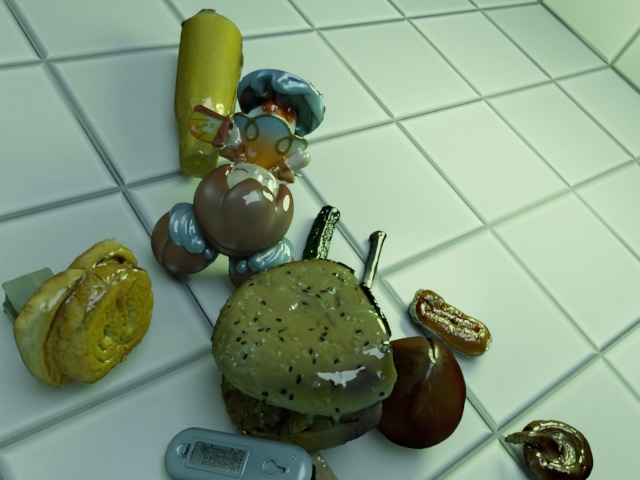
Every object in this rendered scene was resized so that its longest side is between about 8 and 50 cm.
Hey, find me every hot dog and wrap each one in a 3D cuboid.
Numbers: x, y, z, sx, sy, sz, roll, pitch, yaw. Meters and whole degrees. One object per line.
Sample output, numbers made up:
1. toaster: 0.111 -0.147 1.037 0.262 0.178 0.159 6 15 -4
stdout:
1. hot dog: 0.274 0.175 1.350 0.191 0.059 0.108 31 42 4

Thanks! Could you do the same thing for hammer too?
1. hammer: 0.101 0.083 1.360 0.111 0.033 0.288 22 47 -6

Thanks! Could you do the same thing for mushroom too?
1. mushroom: 0.432 0.401 1.221 0.170 0.080 0.135 21 35 -6

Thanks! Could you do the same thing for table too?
1. table: -0.469 0.101 1.045 0.079 0.083 0.062 -24 67 -38

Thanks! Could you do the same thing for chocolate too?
1. chocolate: -0.261 -0.325 1.469 0.162 0.162 0.445 10 54 -17

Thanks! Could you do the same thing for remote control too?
1. remote control: -0.125 0.336 0.962 0.244 0.047 0.087 3 52 19

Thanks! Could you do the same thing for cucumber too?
1. cucumber: 0.000 -0.001 1.366 0.058 0.058 0.187 22 46 -7

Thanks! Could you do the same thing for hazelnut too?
1. hazelnut: 0.170 0.257 1.132 0.208 0.208 0.208 13 49 -15

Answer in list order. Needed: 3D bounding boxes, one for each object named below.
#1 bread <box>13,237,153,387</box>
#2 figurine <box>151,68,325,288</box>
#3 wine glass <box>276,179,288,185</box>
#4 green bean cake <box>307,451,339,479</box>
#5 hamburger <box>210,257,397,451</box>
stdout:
1. bread: -0.361 0.119 1.006 0.120 0.198 0.236 22 45 18
2. figurine: -0.141 -0.110 1.227 0.276 0.248 0.388 18 60 -7
3. wine glass: -0.131 -0.125 1.401 0.073 0.073 0.155 42 51 11
4. green bean cake: -0.016 0.419 0.994 0.109 0.085 0.179 -26 66 -36
5. hamburger: -0.039 0.190 1.066 0.277 0.195 0.318 -13 40 -18
